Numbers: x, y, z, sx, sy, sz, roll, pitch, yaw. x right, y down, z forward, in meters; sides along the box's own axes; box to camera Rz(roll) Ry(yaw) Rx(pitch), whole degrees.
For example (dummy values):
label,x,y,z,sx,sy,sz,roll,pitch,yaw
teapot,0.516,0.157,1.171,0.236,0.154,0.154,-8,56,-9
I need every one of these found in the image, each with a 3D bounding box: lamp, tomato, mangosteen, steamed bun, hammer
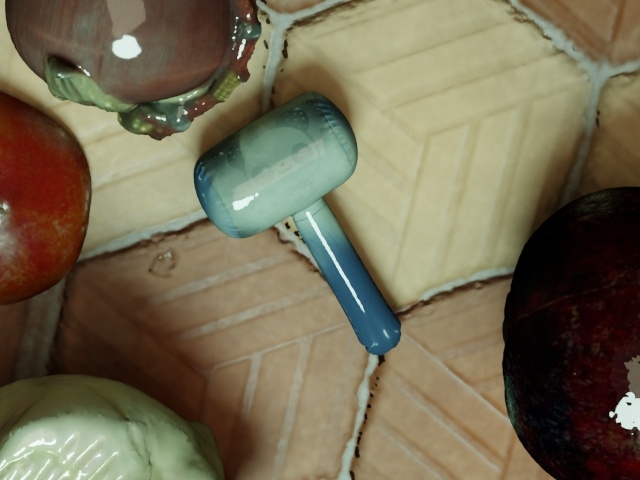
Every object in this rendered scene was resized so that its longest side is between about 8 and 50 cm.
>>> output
label,x,y,z,sx,sy,sz,roll,pitch,yaw
lamp,-0.137,-0.180,1.151,0.215,0.151,0.223,9,97,7
tomato,-0.228,-0.021,1.218,0.156,0.069,0.155,-2,105,-6
mangosteen,0.225,0.077,1.208,0.216,0.216,0.216,-1,104,-5
steamed bun,-0.174,0.230,1.219,0.275,0.206,0.320,4,103,-22
hammer,0.000,0.000,1.251,0.116,0.069,0.194,-31,109,1
